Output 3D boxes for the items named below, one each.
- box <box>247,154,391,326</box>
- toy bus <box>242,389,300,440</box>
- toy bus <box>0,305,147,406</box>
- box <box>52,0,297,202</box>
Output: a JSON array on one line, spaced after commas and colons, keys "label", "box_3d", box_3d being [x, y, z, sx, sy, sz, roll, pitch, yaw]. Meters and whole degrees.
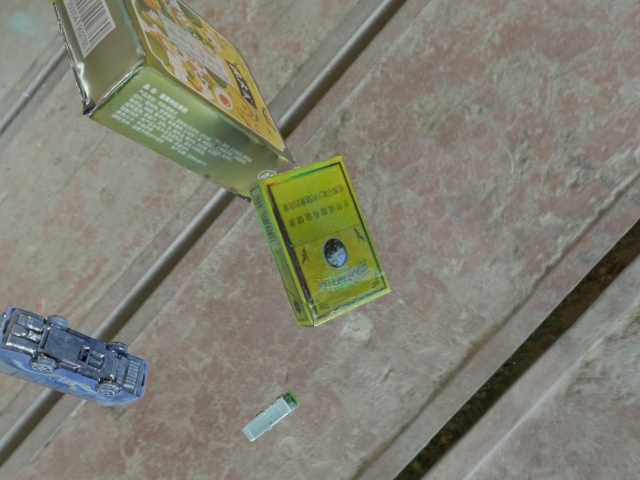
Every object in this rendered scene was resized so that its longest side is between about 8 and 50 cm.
[{"label": "box", "box_3d": [0.000, 0.000, 0.805, 0.141, 0.064, 0.220, -20, 92, -27]}, {"label": "toy bus", "box_3d": [-0.070, 0.249, 0.782, 0.083, 0.037, 0.031, -41, 78, 16]}, {"label": "toy bus", "box_3d": [-0.375, 0.178, 0.819, 0.094, 0.236, 0.079, -22, 48, 29]}, {"label": "box", "box_3d": [-0.261, -0.302, 1.014, 0.138, 0.420, 0.373, -37, 60, 17]}]
